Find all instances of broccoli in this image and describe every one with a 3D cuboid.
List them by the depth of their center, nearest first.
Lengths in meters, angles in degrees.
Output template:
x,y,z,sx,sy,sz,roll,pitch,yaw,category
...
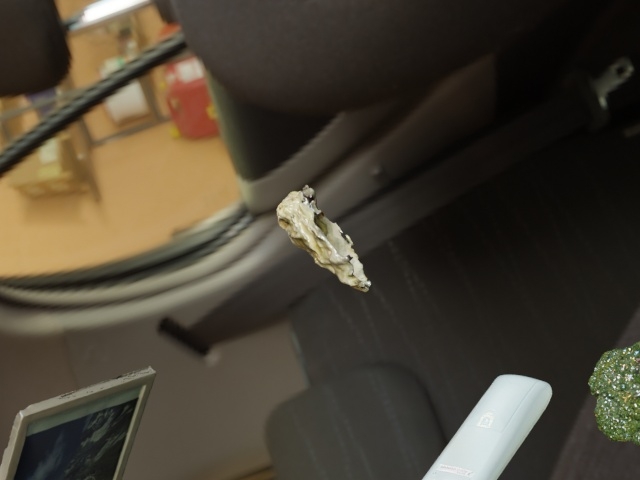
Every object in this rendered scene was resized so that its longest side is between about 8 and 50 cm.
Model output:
x,y,z,sx,sy,sz,roll,pitch,yaw,category
0.397,0.182,1.461,0.138,0.162,0.145,61,-154,-45,broccoli

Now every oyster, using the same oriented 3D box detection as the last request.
x,y,z,sx,sy,sz,roll,pitch,yaw,category
0.000,0.002,1.797,0.209,0.072,0.133,55,-171,16,oyster

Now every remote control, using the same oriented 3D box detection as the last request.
x,y,z,sx,sy,sz,roll,pitch,yaw,category
0.255,0.298,1.925,0.293,0.103,0.051,-46,-50,-43,remote control

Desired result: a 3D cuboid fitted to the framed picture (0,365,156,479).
x,y,z,sx,sy,sz,roll,pitch,yaw,category
-0.306,0.284,1.482,0.019,0.209,0.281,35,121,28,framed picture
